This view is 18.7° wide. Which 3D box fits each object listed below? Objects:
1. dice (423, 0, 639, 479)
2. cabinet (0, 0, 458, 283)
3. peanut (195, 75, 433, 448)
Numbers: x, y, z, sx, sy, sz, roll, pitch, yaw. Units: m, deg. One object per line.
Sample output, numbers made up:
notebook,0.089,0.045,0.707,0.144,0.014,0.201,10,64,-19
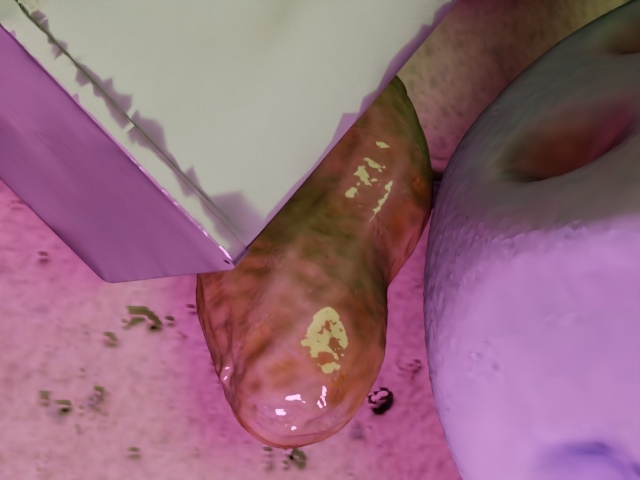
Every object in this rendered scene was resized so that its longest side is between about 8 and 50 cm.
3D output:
dice,0.220,0.032,0.847,0.268,0.263,0.264,-49,121,-44
cabinet,-0.046,-0.111,0.768,0.150,0.145,0.206,46,70,-16
peanut,-0.002,-0.001,0.843,0.089,0.089,0.192,35,53,-23
